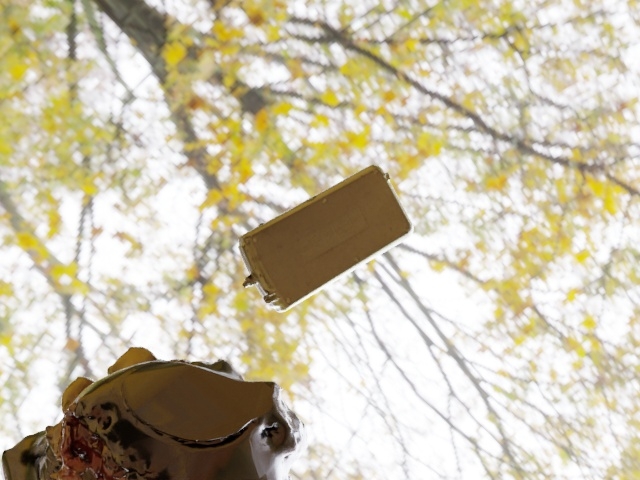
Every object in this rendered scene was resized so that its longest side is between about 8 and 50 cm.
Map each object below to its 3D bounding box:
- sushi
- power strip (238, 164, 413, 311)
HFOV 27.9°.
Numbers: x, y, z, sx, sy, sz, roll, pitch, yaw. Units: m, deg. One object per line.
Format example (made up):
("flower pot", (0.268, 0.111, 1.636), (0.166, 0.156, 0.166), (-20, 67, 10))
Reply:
("sushi", (-0.084, 0.139, 0.743), (0.153, 0.150, 0.172), (-7, -135, -26))
("power strip", (0.000, 0.000, 1.123), (0.169, 0.076, 0.028), (-29, -176, -24))
